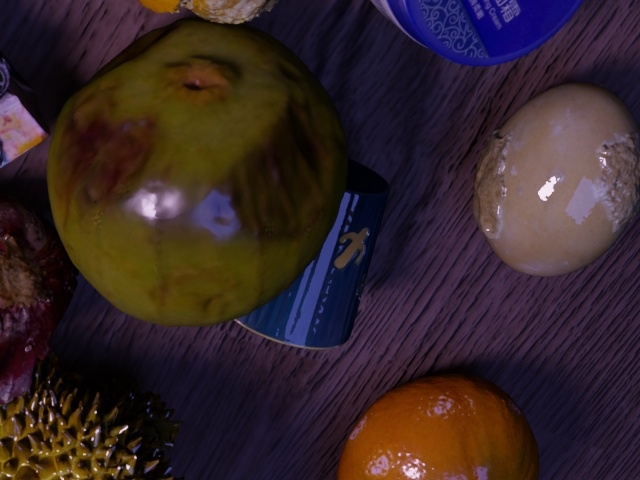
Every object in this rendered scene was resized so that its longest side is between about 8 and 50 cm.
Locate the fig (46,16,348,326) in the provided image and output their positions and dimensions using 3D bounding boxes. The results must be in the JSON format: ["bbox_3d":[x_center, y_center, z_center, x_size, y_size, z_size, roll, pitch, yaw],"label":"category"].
[{"bbox_3d":[-0.099,-0.041,1.032,0.239,0.239,0.271,-20,155,-17],"label":"fig"}]

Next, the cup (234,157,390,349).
[{"bbox_3d":[0.000,0.000,1.194,0.176,0.131,0.155,-18,132,-58],"label":"cup"}]

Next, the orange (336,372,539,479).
[{"bbox_3d":[0.132,0.263,1.409,0.240,0.171,0.240,-16,130,-20],"label":"orange"}]

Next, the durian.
[{"bbox_3d":[-0.224,0.239,1.147,0.258,0.258,0.292,-22,125,-16],"label":"durian"}]

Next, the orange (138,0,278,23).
[{"bbox_3d":[-0.088,-0.231,0.958,0.134,0.156,0.156,-19,143,35],"label":"orange"}]

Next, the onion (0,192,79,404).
[{"bbox_3d":[-0.310,0.056,1.032,0.218,0.195,0.140,-21,138,40],"label":"onion"}]

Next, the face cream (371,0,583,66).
[{"bbox_3d":[0.132,-0.261,1.084,0.206,0.111,0.206,-16,128,-22],"label":"face cream"}]

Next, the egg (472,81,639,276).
[{"bbox_3d":[0.234,-0.059,1.253,0.164,0.164,0.201,7,116,-34],"label":"egg"}]

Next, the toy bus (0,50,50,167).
[{"bbox_3d":[-0.312,-0.158,0.914,0.112,0.090,0.274,-34,131,2],"label":"toy bus"}]
